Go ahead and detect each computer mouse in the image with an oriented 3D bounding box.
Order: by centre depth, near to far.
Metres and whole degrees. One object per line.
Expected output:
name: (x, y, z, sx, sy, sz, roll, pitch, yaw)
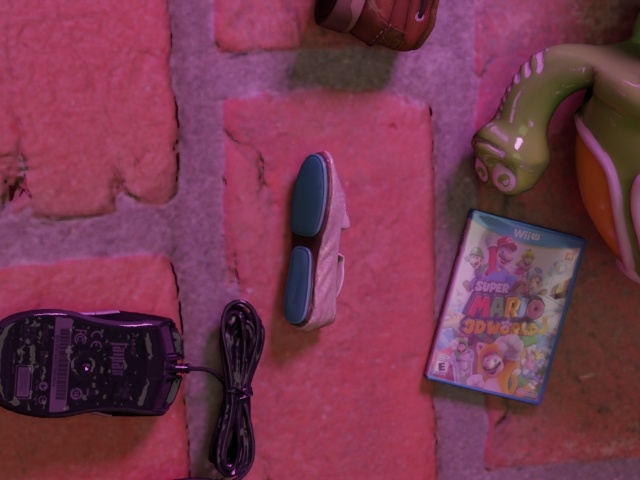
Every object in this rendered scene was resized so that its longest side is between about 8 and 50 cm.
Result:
computer mouse: (-0.179, 0.147, 1.504, 0.262, 0.060, 0.184, -2, 94, -24)

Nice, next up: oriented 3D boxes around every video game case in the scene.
video game case: (0.176, 0.064, 1.589, 0.119, 0.015, 0.166, 14, 94, -13)

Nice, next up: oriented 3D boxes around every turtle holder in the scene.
turtle holder: (0.322, -0.071, 1.491, 0.320, 0.243, 0.227, 0, 114, -21)

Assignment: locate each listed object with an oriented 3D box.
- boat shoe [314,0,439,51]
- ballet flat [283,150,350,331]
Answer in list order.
boat shoe: (0.091, -0.320, 1.482, 0.104, 0.111, 0.307, 16, 103, -17)
ballet flat: (0.000, 0.000, 1.532, 0.052, 0.057, 0.168, 1, 102, -40)
